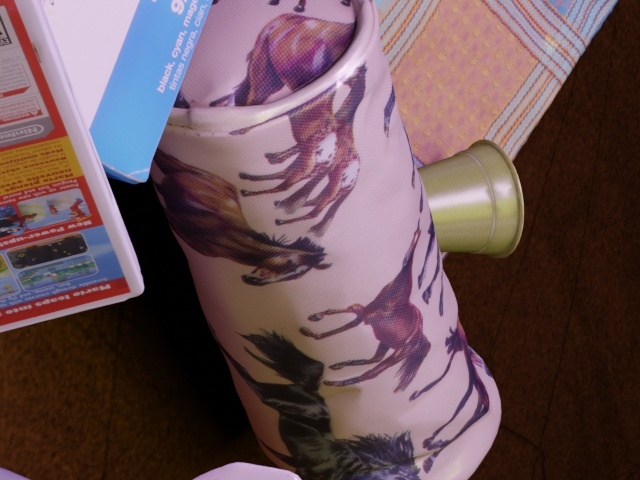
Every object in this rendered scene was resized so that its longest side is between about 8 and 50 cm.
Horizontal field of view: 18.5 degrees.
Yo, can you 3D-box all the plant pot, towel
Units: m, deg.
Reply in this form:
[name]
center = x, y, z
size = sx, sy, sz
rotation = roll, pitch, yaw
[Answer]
[plant pot]
center = 0.083, -0.023, 1.337
size = 0.079, 0.083, 0.083
rotation = -9, 109, -25
[towel]
center = 0.097, -0.159, 1.350
size = 0.271, 0.040, 0.370
rotation = 39, 82, -46

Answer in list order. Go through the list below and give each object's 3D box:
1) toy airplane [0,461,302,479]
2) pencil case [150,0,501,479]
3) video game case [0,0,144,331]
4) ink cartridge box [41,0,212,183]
[toy airplane]
center = -0.193, 0.142, 0.907
size = 0.384, 0.386, 0.272
rotation = 1, 74, -43
[pencil case]
center = 0.000, 0.000, 1.199
size = 0.410, 0.160, 0.183
rotation = 70, 27, -46
[video game case]
center = -0.206, -0.022, 0.921
size = 0.204, 0.025, 0.285
rotation = -15, 151, -2
[ink cartridge box]
center = -0.190, -0.154, 0.968
size = 0.232, 0.171, 0.168
rotation = 29, 79, -49
